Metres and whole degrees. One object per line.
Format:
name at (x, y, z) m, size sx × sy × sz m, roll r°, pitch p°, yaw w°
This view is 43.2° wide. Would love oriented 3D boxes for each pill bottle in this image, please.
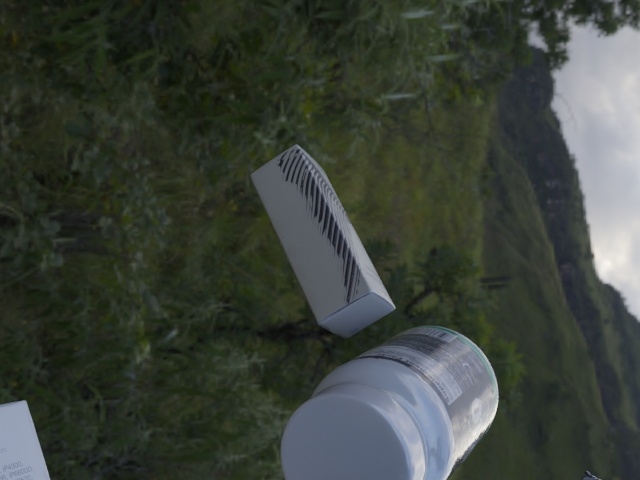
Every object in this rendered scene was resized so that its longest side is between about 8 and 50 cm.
pill bottle at (0.103, 0.246, 1.102) m, size 0.361 × 0.204 × 0.204 m, roll -12°, pitch 99°, yaw -63°

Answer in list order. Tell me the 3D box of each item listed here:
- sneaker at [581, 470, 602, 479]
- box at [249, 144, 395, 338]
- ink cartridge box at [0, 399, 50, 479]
sneaker at (0.349, 0.350, 1.064) m, size 0.069 × 0.038 × 0.098 m, roll 33°, pitch -65°, yaw 47°
box at (0.000, 0.000, 1.199) m, size 0.275 × 0.094 × 0.113 m, roll 63°, pitch 13°, yaw 26°
ink cartridge box at (-0.386, 0.389, 0.814) m, size 0.160 × 0.279 × 0.384 m, roll -3°, pitch 70°, yaw -61°
